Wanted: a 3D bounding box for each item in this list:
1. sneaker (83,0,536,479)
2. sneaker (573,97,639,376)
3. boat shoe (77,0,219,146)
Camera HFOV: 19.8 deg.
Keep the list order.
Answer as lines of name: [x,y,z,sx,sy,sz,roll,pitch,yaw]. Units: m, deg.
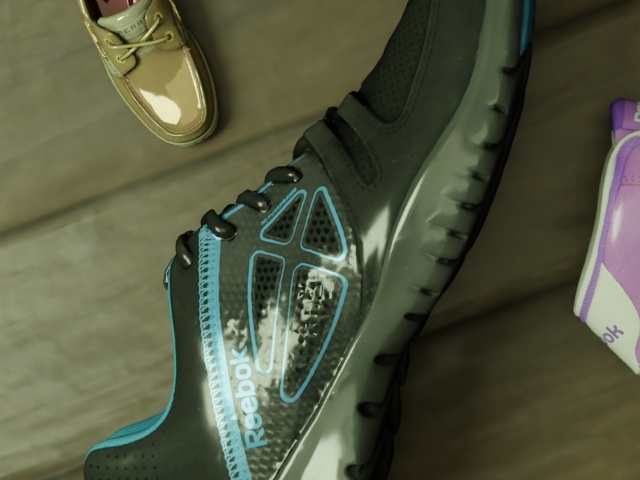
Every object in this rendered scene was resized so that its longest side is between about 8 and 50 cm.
sneaker: [0.000,0.000,0.864,0.140,0.125,0.340,23,91,8]
sneaker: [0.227,-0.053,0.858,0.161,0.102,0.282,36,94,6]
boat shoe: [-0.094,-0.108,0.906,0.050,0.045,0.135,-30,89,4]
